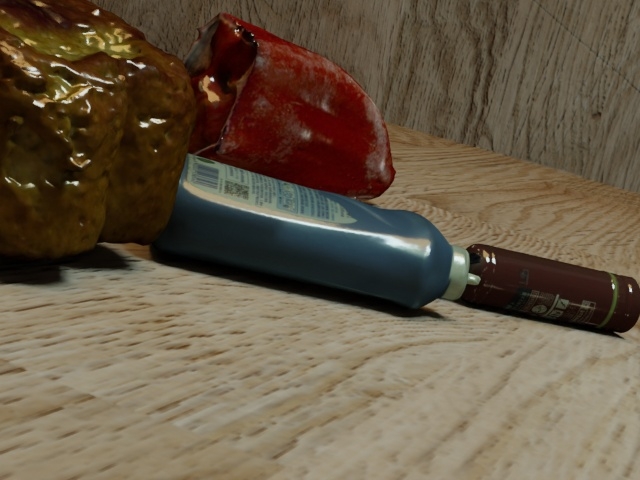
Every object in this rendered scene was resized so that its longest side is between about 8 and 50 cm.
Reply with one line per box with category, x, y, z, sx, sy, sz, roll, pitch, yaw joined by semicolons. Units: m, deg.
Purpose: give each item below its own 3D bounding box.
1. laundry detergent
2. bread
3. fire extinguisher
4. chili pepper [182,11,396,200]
laundry detergent;0.001;-0.001;0.810;0.206;0.061;0.096;14;6;-9
bread;-0.181;-0.069;0.697;0.246;0.135;0.232;9;23;-47
fire extinguisher;0.147;0.032;0.912;0.158;0.043;0.064;12;-21;-18
chili pepper;-0.021;-0.116;1.257;0.252;0.144;0.136;16;-31;-37
